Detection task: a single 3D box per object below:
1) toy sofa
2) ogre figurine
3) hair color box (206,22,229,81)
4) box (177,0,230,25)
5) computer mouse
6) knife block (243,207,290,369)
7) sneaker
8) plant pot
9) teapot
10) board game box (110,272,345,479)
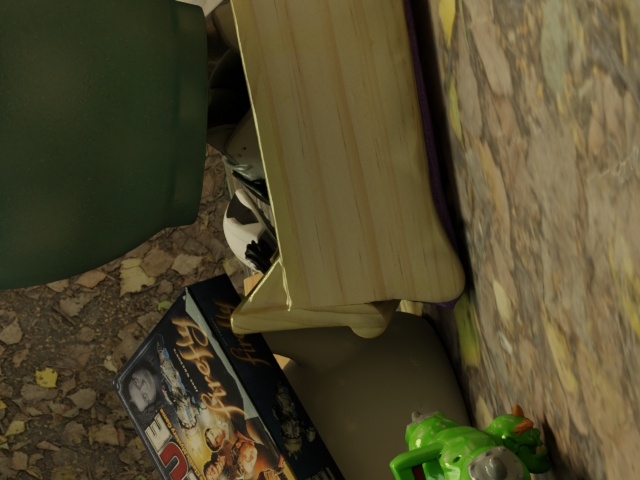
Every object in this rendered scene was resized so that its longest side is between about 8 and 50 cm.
[{"bbox_3d":[0.005,-0.122,0.969,0.150,0.177,0.363,-55,-44,-67],"label":"toy sofa"},{"bbox_3d":[0.101,0.167,0.809,0.197,0.096,0.118,-79,-34,-79],"label":"ogre figurine"},{"bbox_3d":[-0.123,-0.344,1.327,0.113,0.185,0.375,-131,29,-75],"label":"hair color box"},{"bbox_3d":[-0.135,-0.265,1.225,0.145,0.186,0.038,53,-151,2],"label":"box"},{"bbox_3d":[-0.052,0.015,1.229,0.106,0.042,0.193,52,-178,-28],"label":"computer mouse"},{"bbox_3d":[-0.030,0.074,1.471,0.275,0.088,0.242,-24,-88,-78],"label":"knife block"},{"bbox_3d":[-0.040,-0.093,1.184,0.331,0.146,0.122,89,164,-46],"label":"sneaker"},{"bbox_3d":[-0.189,-0.101,1.048,0.293,0.196,0.293,-179,90,-79],"label":"plant pot"},{"bbox_3d":[0.021,0.190,1.118,0.252,0.187,0.256,90,165,-64],"label":"teapot"},{"bbox_3d":[-0.063,0.171,1.041,0.243,0.042,0.165,59,138,16],"label":"board game box"}]
